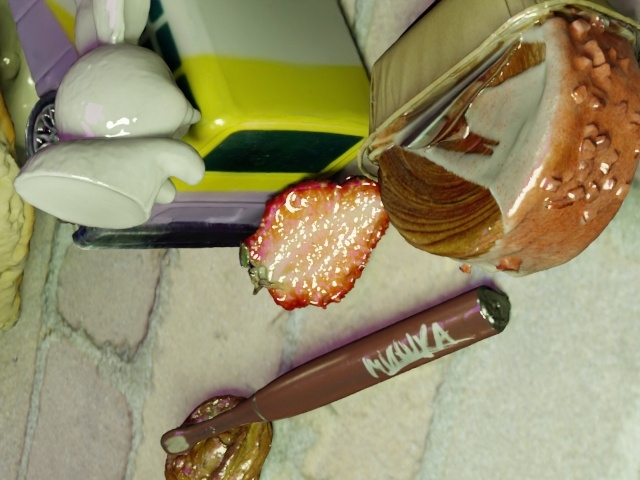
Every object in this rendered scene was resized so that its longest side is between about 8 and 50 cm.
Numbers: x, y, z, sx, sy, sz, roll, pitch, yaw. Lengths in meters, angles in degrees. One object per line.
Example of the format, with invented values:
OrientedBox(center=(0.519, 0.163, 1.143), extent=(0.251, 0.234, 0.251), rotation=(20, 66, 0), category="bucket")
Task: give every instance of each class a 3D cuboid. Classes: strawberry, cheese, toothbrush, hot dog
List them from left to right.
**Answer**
OrientedBox(center=(-0.341, -0.217, 1.578), extent=(0.263, 0.093, 0.159), rotation=(44, 120, 38), category="cheese")
OrientedBox(center=(-0.091, 0.208, 1.337), extent=(0.099, 0.065, 0.147), rotation=(49, 126, 46), category="hot dog")
OrientedBox(center=(-0.001, 0.115, 1.217), extent=(0.364, 0.041, 0.041), rotation=(-27, 71, 34), category="toothbrush")
OrientedBox(center=(0.001, 0.000, 1.236), extent=(0.152, 0.048, 0.104), rotation=(-31, 88, 19), category="strawberry")

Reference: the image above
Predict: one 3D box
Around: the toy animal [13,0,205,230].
OrientedBox(center=(-0.138, -0.117, 1.093), extent=(0.104, 0.131, 0.221), rotation=(118, 162, -64), category="toy animal")

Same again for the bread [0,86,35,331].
OrientedBox(center=(-0.476, -0.076, 1.498), extent=(0.371, 0.279, 0.390), rotation=(60, 154, 18), category="bread")

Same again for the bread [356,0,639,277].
OrientedBox(center=(0.122, -0.082, 1.046), extent=(0.224, 0.142, 0.212), rotation=(-40, 45, 38), category="bread")

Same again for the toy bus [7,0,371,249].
OrientedBox(center=(-0.137, -0.233, 1.272), extent=(0.249, 0.209, 0.440), rotation=(-36, 65, 39), category="toy bus")
